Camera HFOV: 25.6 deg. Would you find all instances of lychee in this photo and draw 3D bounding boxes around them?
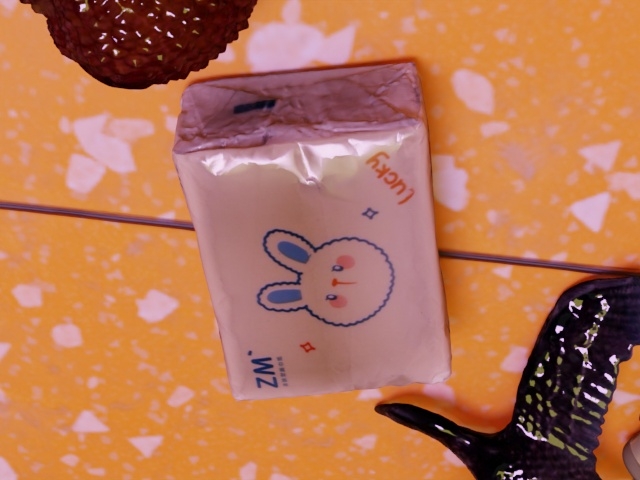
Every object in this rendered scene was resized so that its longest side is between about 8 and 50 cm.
[{"bbox_3d":[-0.094,-0.140,0.743,0.123,0.129,0.123,19,118,40],"label":"lychee"}]

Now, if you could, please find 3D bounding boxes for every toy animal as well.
[{"bbox_3d":[0.128,0.167,0.963,0.197,0.273,0.160,11,159,42],"label":"toy animal"}]

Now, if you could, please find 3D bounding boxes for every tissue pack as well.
[{"bbox_3d":[0.000,0.000,0.857,0.148,0.092,0.196,-6,128,7],"label":"tissue pack"}]

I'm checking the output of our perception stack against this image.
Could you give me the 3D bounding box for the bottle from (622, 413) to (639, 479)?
[{"bbox_3d":[0.258,0.129,0.974,0.063,0.047,0.101,10,128,-40],"label":"bottle"}]
